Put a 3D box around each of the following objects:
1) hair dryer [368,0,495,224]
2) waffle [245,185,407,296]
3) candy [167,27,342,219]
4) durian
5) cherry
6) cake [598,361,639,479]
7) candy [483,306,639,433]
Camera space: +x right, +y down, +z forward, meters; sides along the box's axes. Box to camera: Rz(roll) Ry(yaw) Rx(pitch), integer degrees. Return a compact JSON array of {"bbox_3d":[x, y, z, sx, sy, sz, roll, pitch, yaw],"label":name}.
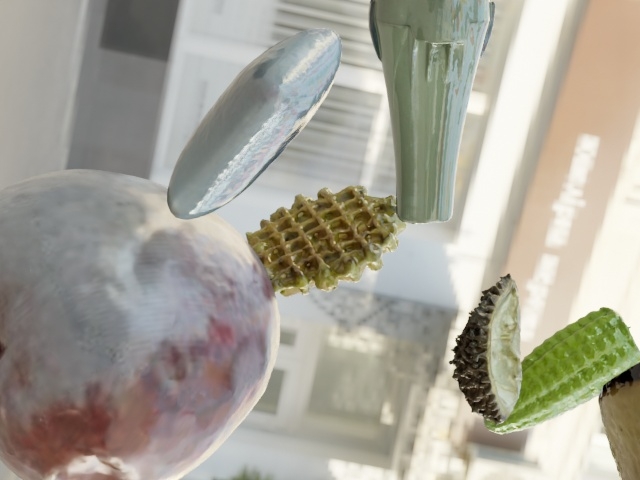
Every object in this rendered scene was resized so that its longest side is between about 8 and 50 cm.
[{"bbox_3d":[0.099,-0.160,1.513,0.298,0.119,0.296,129,-39,-85],"label":"hair dryer"},{"bbox_3d":[0.004,-0.002,1.632,0.191,0.191,0.038,-86,159,-58],"label":"waffle"},{"bbox_3d":[-0.057,-0.101,1.300,0.174,0.071,0.138,-46,-177,37],"label":"candy"},{"bbox_3d":[0.147,0.093,1.294,0.052,0.066,0.130,-177,-91,-75],"label":"durian"},{"bbox_3d":[-0.207,0.077,1.463,0.335,0.326,0.291,-44,169,-46],"label":"cherry"},{"bbox_3d":[0.316,0.152,1.105,0.207,0.185,0.178,-40,-114,39],"label":"cake"},{"bbox_3d":[0.283,0.164,1.826,0.097,0.209,0.097,57,-4,7],"label":"candy"}]
